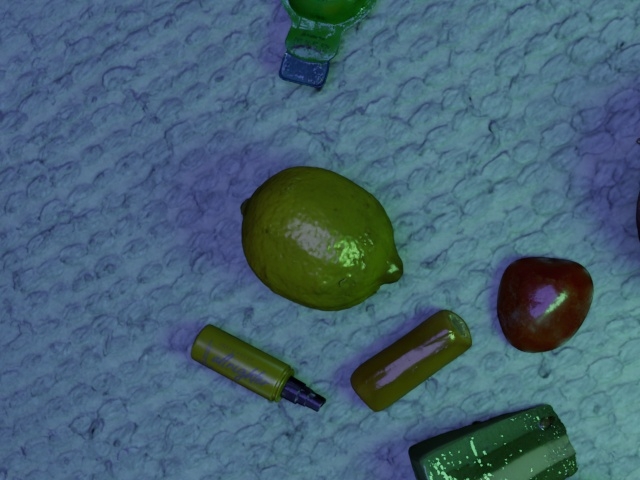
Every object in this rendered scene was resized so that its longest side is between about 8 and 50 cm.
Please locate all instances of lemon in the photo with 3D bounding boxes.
[{"bbox_3d":[0.000,0.000,1.820,0.319,0.245,0.245,26,96,10],"label":"lemon"}]

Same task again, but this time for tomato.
[{"bbox_3d":[0.393,0.115,1.789,0.166,0.082,0.174,7,89,15],"label":"tomato"}]

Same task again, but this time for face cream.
[{"bbox_3d":[-0.114,0.252,1.932,0.273,0.078,0.078,26,96,14],"label":"face cream"}]

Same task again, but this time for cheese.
[{"bbox_3d":[0.004,-0.447,1.903,0.203,0.083,0.321,16,91,13],"label":"cheese"}]

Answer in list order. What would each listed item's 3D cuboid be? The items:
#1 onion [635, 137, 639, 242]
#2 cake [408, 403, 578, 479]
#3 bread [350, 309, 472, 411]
[{"bbox_3d":[0.678,-0.052,1.618,0.358,0.345,0.359,3,107,10],"label":"onion"},{"bbox_3d":[0.300,0.401,1.769,0.283,0.172,0.158,-22,86,12],"label":"cake"},{"bbox_3d":[0.164,0.218,1.857,0.239,0.074,0.093,-38,75,12],"label":"bread"}]
